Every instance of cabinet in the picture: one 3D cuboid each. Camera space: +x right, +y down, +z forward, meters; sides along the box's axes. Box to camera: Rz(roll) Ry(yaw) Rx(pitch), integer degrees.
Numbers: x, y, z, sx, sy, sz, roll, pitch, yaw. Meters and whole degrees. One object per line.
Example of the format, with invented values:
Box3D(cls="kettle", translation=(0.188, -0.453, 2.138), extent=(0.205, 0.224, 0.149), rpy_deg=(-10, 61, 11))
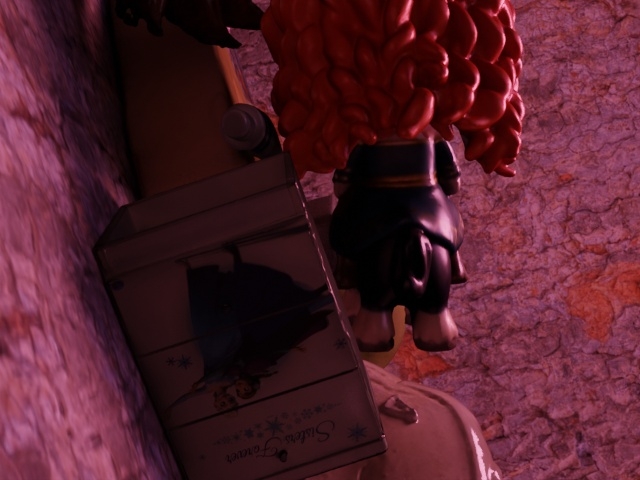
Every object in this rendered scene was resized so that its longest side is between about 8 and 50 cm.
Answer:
Box3D(cls="cabinet", translation=(-0.055, 0.061, 0.755), extent=(0.150, 0.145, 0.206), rpy_deg=(-101, 172, -75))

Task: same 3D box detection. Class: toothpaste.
Box3D(cls="toothpaste", translation=(-0.056, -0.094, 0.876), extent=(0.216, 0.037, 0.062), rpy_deg=(-15, 82, -84))

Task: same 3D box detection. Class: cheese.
Box3D(cls="cheese", translation=(-0.110, -0.075, 1.091), extent=(0.384, 0.104, 0.383), rpy_deg=(-19, 90, -87))

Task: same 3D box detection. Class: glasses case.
Box3D(cls="glasses case", translation=(0.000, 0.000, 1.162), extent=(0.205, 0.047, 0.070), rpy_deg=(-82, 160, -79))

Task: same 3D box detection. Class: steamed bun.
Box3D(cls="steamed bun", translation=(0.112, 0.327, 1.250), extent=(0.247, 0.236, 0.383), rpy_deg=(74, 6, -48))

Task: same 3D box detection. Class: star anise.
Box3D(cls="star anise", translation=(-0.163, -0.252, 0.940), extent=(0.272, 0.102, 0.272), rpy_deg=(26, 41, -25))

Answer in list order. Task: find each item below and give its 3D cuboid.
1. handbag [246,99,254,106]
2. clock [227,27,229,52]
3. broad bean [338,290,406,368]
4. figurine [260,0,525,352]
Box3D(cls="handbag", translation=(-0.081, -0.031, 1.455), extent=(0.315, 0.109, 0.253), rpy_deg=(77, -5, -56))
Box3D(cls="clock", translation=(-0.155, -0.332, 1.310), extent=(0.290, 0.080, 0.275), rpy_deg=(100, -9, -56))
Box3D(cls="broad bean", translation=(0.031, 0.146, 1.583), extent=(0.121, 0.189, 0.263), rpy_deg=(-98, -152, -75))
Box3D(cls="figurine", translation=(0.070, -0.093, 0.949), extent=(0.306, 0.241, 0.411), rpy_deg=(-70, 159, -50))
